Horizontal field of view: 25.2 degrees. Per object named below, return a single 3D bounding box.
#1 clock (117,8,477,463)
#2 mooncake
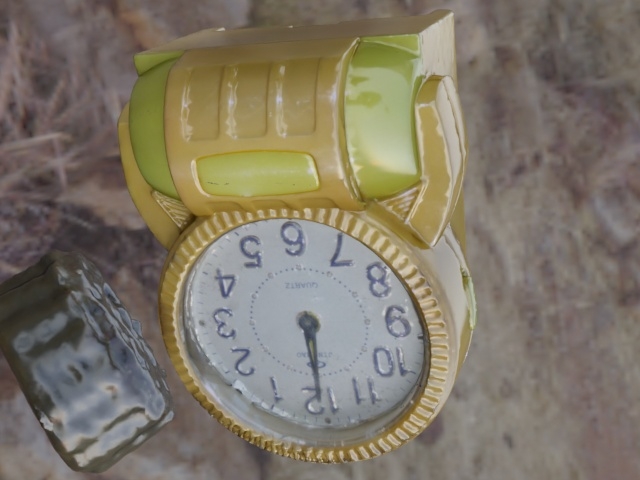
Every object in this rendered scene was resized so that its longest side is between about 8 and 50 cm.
[{"bbox_3d":[0.000,0.000,1.053,0.200,0.244,0.317,-48,133,-59],"label":"clock"},{"bbox_3d":[-0.242,0.119,1.476,0.228,0.124,0.228,61,1,-2],"label":"mooncake"}]
